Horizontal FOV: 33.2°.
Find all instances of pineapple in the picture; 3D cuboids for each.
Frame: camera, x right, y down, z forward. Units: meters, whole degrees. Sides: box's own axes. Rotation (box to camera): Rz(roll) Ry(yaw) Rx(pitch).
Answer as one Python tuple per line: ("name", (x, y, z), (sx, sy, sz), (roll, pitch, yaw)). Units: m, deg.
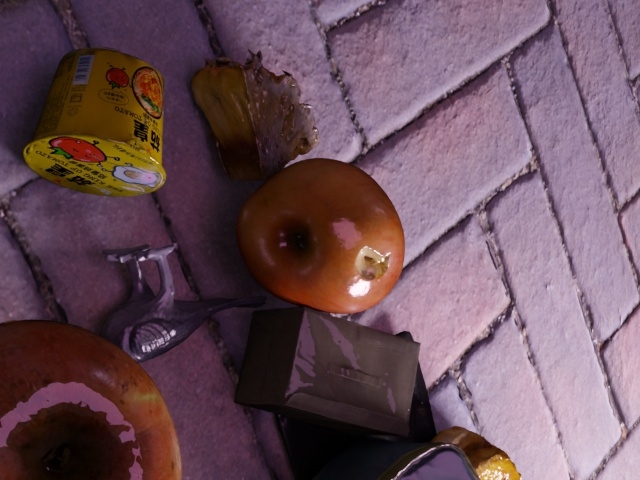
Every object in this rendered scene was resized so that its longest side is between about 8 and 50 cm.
("pineapple", (-0.092, -0.177, 1.615), (0.236, 0.114, 0.186), (37, 63, -39))

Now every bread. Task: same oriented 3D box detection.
("bread", (0.249, 0.438, 1.880), (0.236, 0.120, 0.198), (41, 76, -44))

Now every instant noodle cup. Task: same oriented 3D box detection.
("instant noodle cup", (-0.281, -0.157, 1.397), (0.182, 0.182, 0.144), (25, 62, -40))

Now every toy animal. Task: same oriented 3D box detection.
("toy animal", (-0.228, 0.094, 1.484), (0.367, 0.081, 0.205), (-38, 122, -41))

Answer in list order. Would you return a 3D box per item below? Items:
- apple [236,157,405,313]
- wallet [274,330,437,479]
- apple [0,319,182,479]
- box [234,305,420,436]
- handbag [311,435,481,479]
("apple", (0.000, 0.000, 1.582), (0.241, 0.242, 0.242), (3, 85, -66))
("wallet", (0.072, 0.319, 1.791), (0.323, 0.041, 0.247), (-25, 103, -37))
("apple", (-0.333, 0.256, 1.236), (0.339, 0.305, 0.338), (5, 80, -30))
("box", (0.015, 0.203, 1.638), (0.231, 0.155, 0.148), (19, 73, -30))
("handbag", (0.133, 0.428, 1.641), (0.222, 0.241, 0.263), (-30, 98, -26))
